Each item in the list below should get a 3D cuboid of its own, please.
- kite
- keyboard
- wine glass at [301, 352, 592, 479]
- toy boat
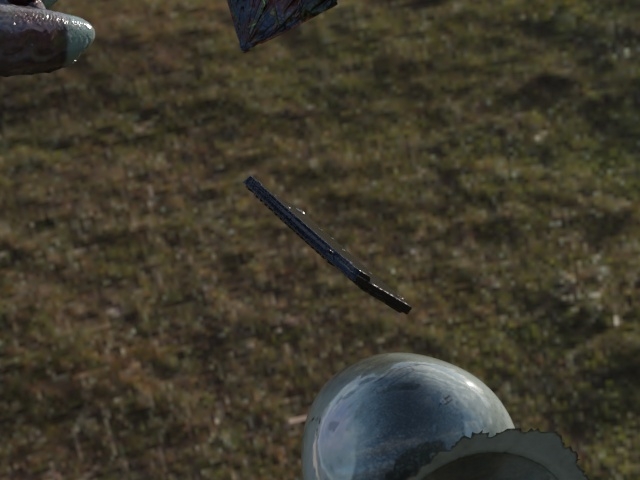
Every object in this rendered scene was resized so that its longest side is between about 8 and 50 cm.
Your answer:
[{"bbox_3d":[-0.078,-0.338,1.752,0.232,0.189,0.009,28,16,22],"label":"kite"},{"bbox_3d":[0.000,0.000,1.562,0.018,0.101,0.310,-54,35,4],"label":"keyboard"},{"bbox_3d":[0.105,0.234,1.317,0.238,0.238,0.323,-16,18,-12],"label":"wine glass"},{"bbox_3d":[-0.312,-0.218,1.163,0.227,0.085,0.155,-2,45,-34],"label":"toy boat"}]
